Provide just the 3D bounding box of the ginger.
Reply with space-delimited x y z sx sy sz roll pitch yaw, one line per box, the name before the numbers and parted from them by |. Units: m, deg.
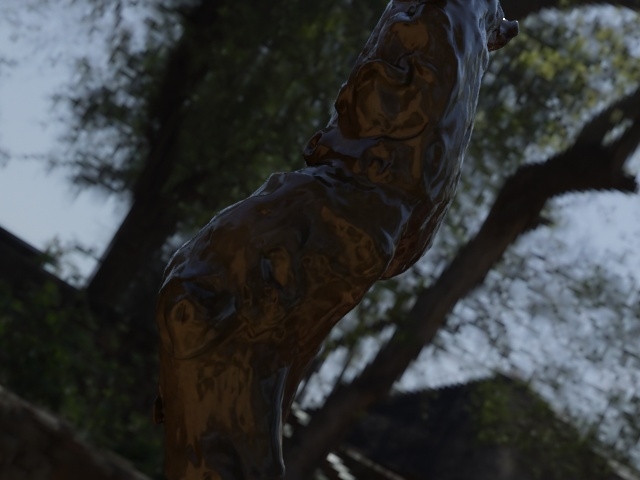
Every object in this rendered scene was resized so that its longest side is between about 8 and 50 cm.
ginger | 0.001 -0.002 0.639 0.084 0.290 0.122 25 -10 19
